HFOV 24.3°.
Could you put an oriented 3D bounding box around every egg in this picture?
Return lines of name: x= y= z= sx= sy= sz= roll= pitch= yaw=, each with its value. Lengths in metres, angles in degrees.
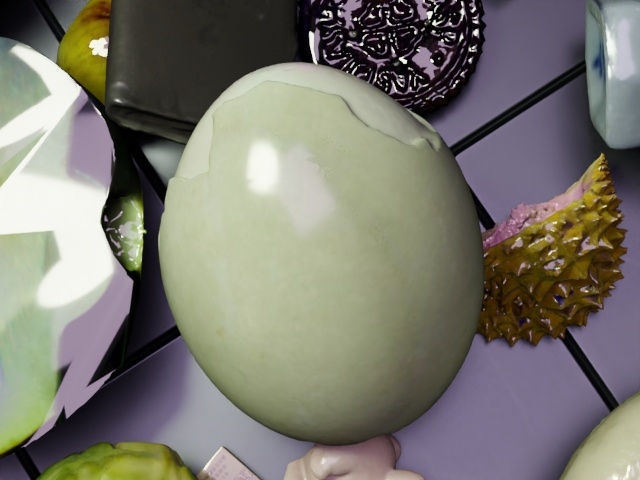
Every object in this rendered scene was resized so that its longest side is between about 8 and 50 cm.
egg: x=0.000 y=0.000 z=1.277 sx=0.278 sy=0.278 sz=0.336 roll=-8 pitch=123 yaw=1

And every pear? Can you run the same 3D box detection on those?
pear: x=-0.341 y=0.011 z=1.379 sx=0.398 sy=0.165 sz=0.399 roll=0 pitch=82 yaw=1

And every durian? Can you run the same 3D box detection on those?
durian: x=0.207 y=0.013 z=1.398 sx=0.182 sy=0.165 sz=0.132 roll=-9 pitch=37 yaw=-21

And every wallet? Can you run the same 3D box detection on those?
wallet: x=-0.108 y=-0.267 z=1.411 sx=0.197 sy=0.051 sz=0.378 roll=12 pitch=67 yaw=-30

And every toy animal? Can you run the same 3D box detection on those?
toy animal: x=0.059 y=0.272 z=1.345 sx=0.124 sy=0.124 sz=0.212 roll=-28 pitch=77 yaw=-2

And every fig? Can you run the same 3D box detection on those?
fig: x=-0.181 y=-0.175 z=1.428 sx=0.153 sy=0.121 sz=0.136 roll=-18 pitch=77 yaw=-3

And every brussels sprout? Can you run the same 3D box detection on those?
brussels sprout: x=-0.181 y=0.289 z=1.329 sx=0.223 sy=0.161 sz=0.223 roll=-2 pitch=77 yaw=9

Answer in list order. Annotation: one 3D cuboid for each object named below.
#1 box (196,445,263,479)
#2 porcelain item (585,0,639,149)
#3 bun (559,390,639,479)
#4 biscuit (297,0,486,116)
box: x=-0.078 y=0.240 z=1.403 sx=0.083 sy=0.024 sz=0.053 roll=39 pitch=84 yaw=10
porcelain item: x=0.449 y=-0.172 z=1.339 sx=0.405 sy=0.242 sz=0.179 roll=-2 pitch=105 yaw=4
bun: x=0.379 y=0.272 z=1.280 sx=0.359 sy=0.211 sz=0.360 roll=-4 pitch=65 yaw=9
biscuit: x=0.068 y=-0.208 z=1.457 sx=0.194 sy=0.053 sz=0.195 roll=0 pitch=81 yaw=2
